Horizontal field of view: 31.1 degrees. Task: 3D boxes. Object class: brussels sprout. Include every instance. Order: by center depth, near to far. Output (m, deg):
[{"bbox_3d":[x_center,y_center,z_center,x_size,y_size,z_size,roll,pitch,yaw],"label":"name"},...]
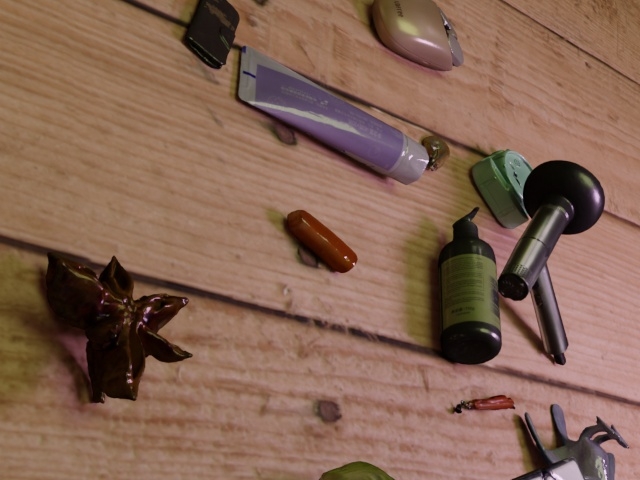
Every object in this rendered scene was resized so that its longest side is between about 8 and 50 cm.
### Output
[{"bbox_3d":[0.053,0.355,1.489,0.155,0.117,0.155,35,44,-43],"label":"brussels sprout"}]

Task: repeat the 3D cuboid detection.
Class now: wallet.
[{"bbox_3d":[-0.170,-0.338,1.831,0.082,0.018,0.156,41,37,-23],"label":"wallet"}]

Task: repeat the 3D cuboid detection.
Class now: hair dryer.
[{"bbox_3d":[0.409,0.057,2.137,0.320,0.156,0.284,-58,151,-38],"label":"hair dryer"}]

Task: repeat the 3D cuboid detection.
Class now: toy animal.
[{"bbox_3d":[0.447,0.387,1.984,0.239,0.176,0.255,36,6,-33],"label":"toy animal"}]

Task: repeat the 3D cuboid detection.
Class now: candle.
[{"bbox_3d":[0.270,0.270,1.902,0.167,0.021,0.026,6,80,-49],"label":"candle"}]

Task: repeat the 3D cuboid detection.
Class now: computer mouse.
[{"bbox_3d":[0.199,-0.420,2.289,0.236,0.082,0.145,15,52,-43],"label":"computer mouse"}]

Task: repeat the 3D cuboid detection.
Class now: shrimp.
[{"bbox_3d":[0.211,-0.165,2.162,0.059,0.023,0.108,45,36,-2],"label":"shrimp"}]

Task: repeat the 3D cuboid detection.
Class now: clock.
[{"bbox_3d":[0.381,-0.116,2.295,0.148,0.060,0.188,56,35,-4],"label":"clock"}]

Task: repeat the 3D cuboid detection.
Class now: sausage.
[{"bbox_3d":[0.000,0.000,1.763,0.131,0.039,0.041,40,46,-22],"label":"sausage"}]

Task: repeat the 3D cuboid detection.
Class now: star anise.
[{"bbox_3d":[-0.246,0.089,1.335,0.196,0.111,0.212,51,27,-19],"label":"star anise"}]

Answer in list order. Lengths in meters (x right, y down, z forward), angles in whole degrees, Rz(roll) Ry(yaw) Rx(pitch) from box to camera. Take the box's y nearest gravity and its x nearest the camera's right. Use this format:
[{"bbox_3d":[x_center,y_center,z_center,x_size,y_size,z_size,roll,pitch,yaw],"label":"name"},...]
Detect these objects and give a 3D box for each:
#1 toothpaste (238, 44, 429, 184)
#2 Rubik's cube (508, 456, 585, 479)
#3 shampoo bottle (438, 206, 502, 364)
[{"bbox_3d":[0.021,-0.203,1.918,0.371,0.080,0.125,27,46,-30],"label":"toothpaste"},{"bbox_3d":[0.274,0.445,1.613,0.207,0.205,0.205,-4,67,-53],"label":"Rubik's cube"},{"bbox_3d":[0.252,0.070,1.960,0.101,0.101,0.284,33,42,-31],"label":"shampoo bottle"}]
